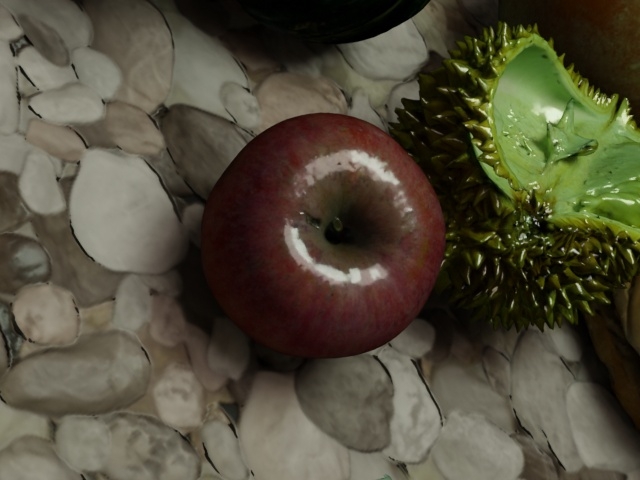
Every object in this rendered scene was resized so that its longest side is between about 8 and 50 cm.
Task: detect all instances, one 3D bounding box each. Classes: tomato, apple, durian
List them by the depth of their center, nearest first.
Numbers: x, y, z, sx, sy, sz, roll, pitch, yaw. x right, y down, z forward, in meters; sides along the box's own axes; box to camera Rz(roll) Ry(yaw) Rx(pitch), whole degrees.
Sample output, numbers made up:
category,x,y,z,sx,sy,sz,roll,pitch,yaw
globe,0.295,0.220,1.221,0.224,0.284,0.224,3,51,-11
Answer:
category,x,y,z,sx,sy,sz,roll,pitch,yaw
apple,0.000,0.000,0.844,0.153,0.120,0.153,1,87,-20
durian,0.141,-0.036,0.967,0.237,0.176,0.200,17,42,-42
tomato,0.269,-0.168,1.112,0.270,0.270,0.222,30,79,-24

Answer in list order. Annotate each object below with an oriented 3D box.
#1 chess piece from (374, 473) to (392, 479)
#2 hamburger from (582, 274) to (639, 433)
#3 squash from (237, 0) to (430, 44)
category,x,y,z,sx,sy,sz,roll,pitch,yaw
chess piece,0.038,0.218,0.809,0.059,0.059,0.149,-9,78,-45
hamburger,0.318,0.064,1.093,0.243,0.146,0.286,37,46,-8
squash,0.004,-0.244,0.976,0.218,0.172,0.218,27,42,-28
